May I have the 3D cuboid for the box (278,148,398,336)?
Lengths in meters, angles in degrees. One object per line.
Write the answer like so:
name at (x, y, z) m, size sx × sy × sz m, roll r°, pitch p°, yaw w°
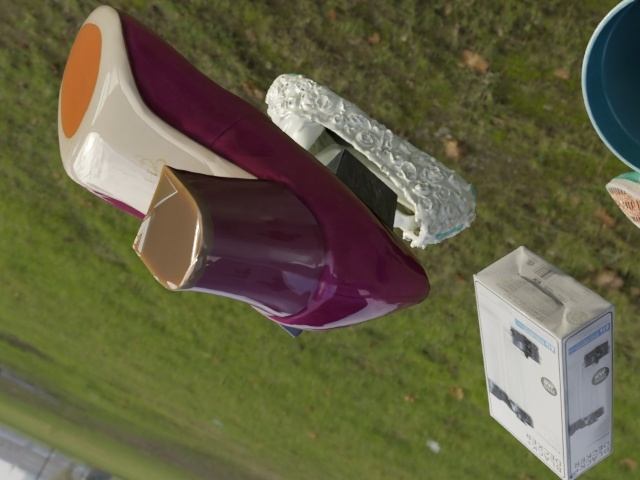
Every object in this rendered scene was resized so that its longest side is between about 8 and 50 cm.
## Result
box at (0.000, 0.000, 1.000) m, size 0.093 × 0.156 × 0.158 m, roll 40°, pitch 114°, yaw -11°

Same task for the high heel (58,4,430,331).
high heel at (-0.078, -0.059, 0.657) m, size 0.181 × 0.127 × 0.377 m, roll 12°, pitch -151°, yaw -36°

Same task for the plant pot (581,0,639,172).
plant pot at (0.525, -0.243, 1.151) m, size 0.272 × 0.255 × 0.271 m, roll 26°, pitch 135°, yaw 29°

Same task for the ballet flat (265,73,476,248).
ballet flat at (0.043, -0.122, 1.316) m, size 0.409 × 0.147 × 0.147 m, roll 34°, pitch 166°, yaw 26°

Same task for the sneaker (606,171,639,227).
sneaker at (0.567, -0.079, 1.392) m, size 0.108 × 0.121 × 0.302 m, roll 52°, pitch 177°, yaw -11°

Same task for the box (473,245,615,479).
box at (0.302, 0.170, 1.181) m, size 0.169 × 0.087 × 0.289 m, roll 41°, pitch 154°, yaw 45°
